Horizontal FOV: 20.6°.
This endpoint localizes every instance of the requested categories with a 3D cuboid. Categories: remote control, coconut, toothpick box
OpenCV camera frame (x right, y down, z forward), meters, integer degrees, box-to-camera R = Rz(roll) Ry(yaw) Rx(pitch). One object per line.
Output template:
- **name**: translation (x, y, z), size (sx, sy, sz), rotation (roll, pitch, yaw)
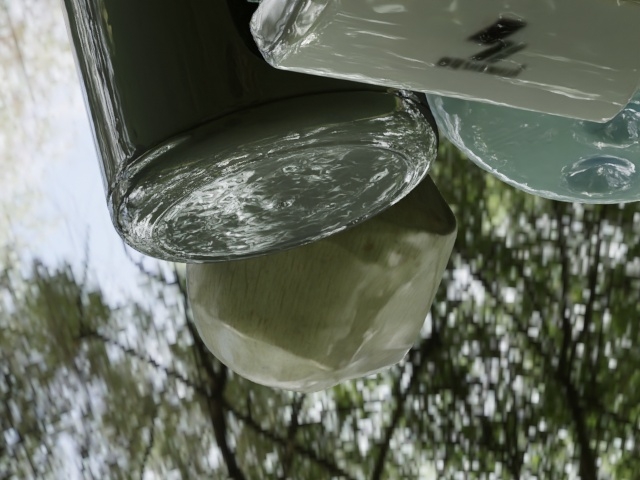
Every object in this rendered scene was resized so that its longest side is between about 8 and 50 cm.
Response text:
- **remote control**: translation (0.082, -0.143, 0.361), size (0.102, 0.277, 0.055), rotation (7, -137, -28)
- **coconut**: translation (0.000, 0.000, 1.328), size (0.224, 0.224, 0.224), rotation (-2, -125, 3)
- **toothpick box**: translation (-0.072, -0.158, 1.131), size (0.229, 0.229, 0.316), rotation (-15, -109, -6)

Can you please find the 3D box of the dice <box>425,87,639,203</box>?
- **dice**: translation (0.233, -0.202, 1.407), size (0.268, 0.262, 0.265), rotation (-22, -128, 36)
